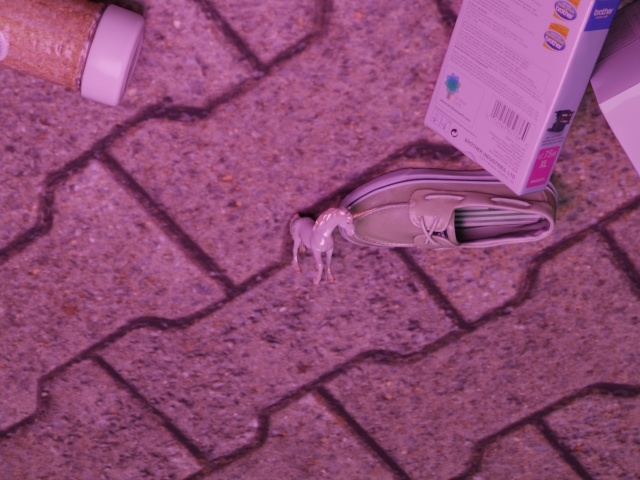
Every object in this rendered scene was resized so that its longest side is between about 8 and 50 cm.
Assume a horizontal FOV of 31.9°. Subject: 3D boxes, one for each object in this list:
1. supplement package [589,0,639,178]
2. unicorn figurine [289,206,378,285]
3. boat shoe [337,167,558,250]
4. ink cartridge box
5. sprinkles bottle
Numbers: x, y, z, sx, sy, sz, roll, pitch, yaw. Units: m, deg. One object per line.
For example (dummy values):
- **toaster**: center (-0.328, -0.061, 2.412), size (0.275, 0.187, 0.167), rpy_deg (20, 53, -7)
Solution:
- **supplement package**: center (0.425, -0.169, 1.348), size (0.149, 0.203, 0.194), rpy_deg (-29, 115, 19)
- **unicorn figurine**: center (0.000, 0.000, 1.524), size (0.162, 0.060, 0.111), rpy_deg (16, 113, 44)
- **boat shoe**: center (0.168, -0.037, 1.510), size (0.302, 0.094, 0.109), rpy_deg (-8, 121, 10)
- **ink cartridge box**: center (0.241, -0.232, 1.339), size (0.065, 0.186, 0.311), rpy_deg (-14, 132, -36)
- **sprinkles bottle**: center (-0.401, -0.277, 1.383), size (0.355, 0.121, 0.121), rpy_deg (18, 121, -7)
